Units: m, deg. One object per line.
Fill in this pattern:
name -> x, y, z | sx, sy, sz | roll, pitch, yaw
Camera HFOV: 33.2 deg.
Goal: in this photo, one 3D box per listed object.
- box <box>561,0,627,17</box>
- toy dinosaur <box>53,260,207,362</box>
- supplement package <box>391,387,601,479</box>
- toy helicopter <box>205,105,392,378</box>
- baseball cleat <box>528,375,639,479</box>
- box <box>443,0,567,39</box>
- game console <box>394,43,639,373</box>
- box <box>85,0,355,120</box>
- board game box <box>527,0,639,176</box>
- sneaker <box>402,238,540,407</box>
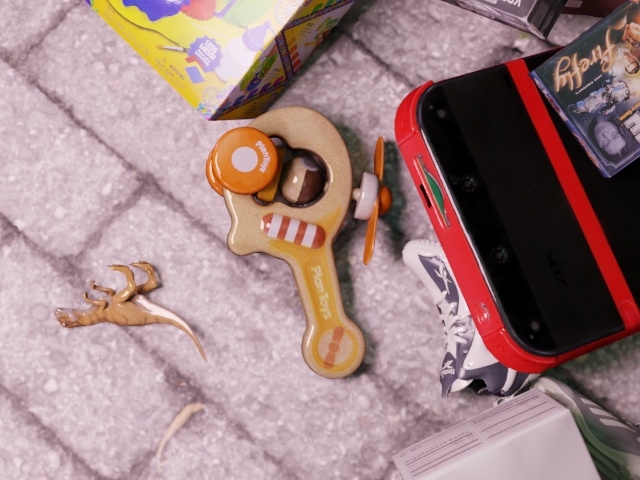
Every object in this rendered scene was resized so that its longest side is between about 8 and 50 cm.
box -> 0.405, -0.500, 1.436 | 0.191, 0.143, 0.381 | 3, 82, 2
toy dinosaur -> -0.237, 0.087, 1.394 | 0.212, 0.064, 0.112 | 5, 98, 12
supplement package -> 0.235, 0.340, 1.256 | 0.204, 0.145, 0.261 | -25, 94, -3
toy helicopter -> 0.000, 0.000, 1.381 | 0.235, 0.140, 0.355 | -14, 90, -10
baseball cleat -> 0.356, 0.240, 1.344 | 0.109, 0.072, 0.206 | -18, 56, -40
box -> 0.207, -0.423, 1.374 | 0.307, 0.076, 0.242 | 29, 95, 32
game console -> 0.298, -0.053, 1.358 | 0.342, 0.060, 0.386 | -18, 79, -25
box -> -0.125, -0.350, 1.354 | 0.290, 0.177, 0.279 | 44, 108, 8
board game box -> 0.405, -0.215, 1.325 | 0.243, 0.042, 0.165 | -37, 93, 3
sneaker -> 0.172, 0.116, 1.350 | 0.235, 0.094, 0.153 | 39, 74, -2
